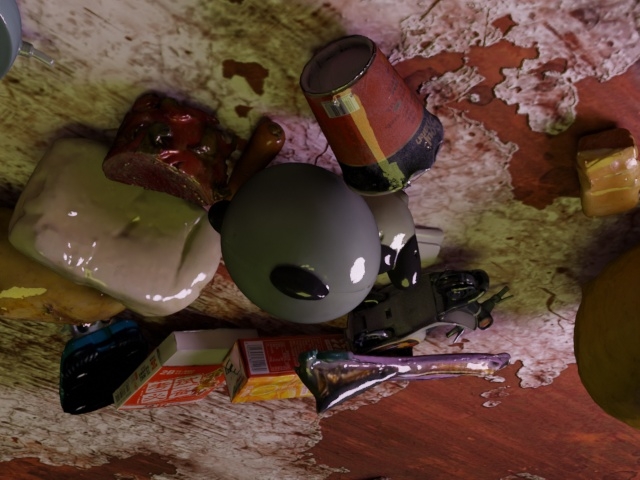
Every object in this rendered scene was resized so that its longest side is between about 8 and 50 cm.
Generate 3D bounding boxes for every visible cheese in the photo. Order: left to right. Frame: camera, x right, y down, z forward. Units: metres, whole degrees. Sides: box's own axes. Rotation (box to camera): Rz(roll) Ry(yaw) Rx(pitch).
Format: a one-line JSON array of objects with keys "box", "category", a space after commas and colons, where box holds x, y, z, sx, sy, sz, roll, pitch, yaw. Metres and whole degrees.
[{"box": [-0.238, -0.008, 1.079, 0.263, 0.159, 0.093, 33, 162, -37], "category": "cheese"}]

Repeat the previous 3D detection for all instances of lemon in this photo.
[{"box": [0.474, 0.122, 1.175, 0.285, 0.286, 0.316, -5, 176, 7], "category": "lemon"}]

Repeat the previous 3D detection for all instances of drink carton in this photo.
[{"box": [-0.033, 0.199, 1.404, 0.222, 0.071, 0.096, -1, 148, -26], "category": "drink carton"}]

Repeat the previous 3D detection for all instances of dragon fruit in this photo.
[{"box": [-0.164, -0.110, 0.985, 0.147, 0.102, 0.096, 8, 142, -4], "category": "dragon fruit"}]

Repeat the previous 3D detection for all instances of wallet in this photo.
[{"box": [0.101, 0.002, 1.204, 0.122, 0.025, 0.061, 8, 138, -10], "category": "wallet"}]

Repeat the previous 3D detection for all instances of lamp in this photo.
[{"box": [0.000, 0.000, 1.046, 0.243, 0.198, 0.197, -5, 156, -44], "category": "lamp"}]

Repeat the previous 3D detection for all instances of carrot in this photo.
[{"box": [-0.089, -0.081, 1.079, 0.037, 0.037, 0.190, 14, 146, -20], "category": "carrot"}]

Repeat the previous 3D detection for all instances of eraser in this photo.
[{"box": [-0.216, 0.209, 1.441, 0.157, 0.038, 0.230, 3, 147, -38], "category": "eraser"}]

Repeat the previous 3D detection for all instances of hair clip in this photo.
[{"box": [0.123, 0.195, 1.324, 0.358, 0.096, 0.110, -3, 125, -30], "category": "hair clip"}]

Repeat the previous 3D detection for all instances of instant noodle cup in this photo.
[{"box": [0.047, -0.135, 0.935, 0.127, 0.127, 0.136, -18, 133, 23], "category": "instant noodle cup"}]

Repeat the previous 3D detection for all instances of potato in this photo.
[{"box": [-0.380, 0.033, 1.142, 0.300, 0.140, 0.173, 17, 172, -22], "category": "potato"}]

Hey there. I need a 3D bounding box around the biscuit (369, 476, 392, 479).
[{"box": [0.061, 0.568, 1.983, 0.219, 0.061, 0.055, -18, 138, 23], "category": "biscuit"}]

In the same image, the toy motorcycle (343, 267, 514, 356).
[{"box": [0.149, 0.107, 1.304, 0.263, 0.091, 0.157, -26, 146, 35], "category": "toy motorcycle"}]

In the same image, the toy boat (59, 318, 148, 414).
[{"box": [-0.357, 0.186, 1.418, 0.134, 0.092, 0.299, -21, 160, -26], "category": "toy boat"}]

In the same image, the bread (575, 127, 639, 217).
[{"box": [0.343, -0.077, 1.065, 0.074, 0.053, 0.132, -9, 146, 12], "category": "bread"}]

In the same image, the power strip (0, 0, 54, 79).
[{"box": [-0.361, -0.220, 0.865, 0.137, 0.044, 0.216, -28, 136, 33], "category": "power strip"}]
